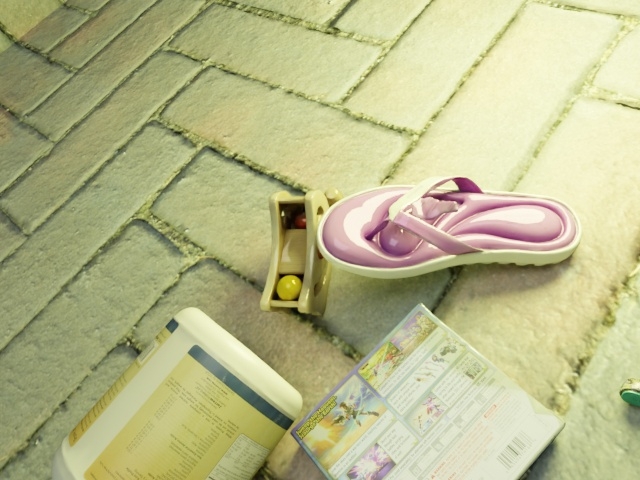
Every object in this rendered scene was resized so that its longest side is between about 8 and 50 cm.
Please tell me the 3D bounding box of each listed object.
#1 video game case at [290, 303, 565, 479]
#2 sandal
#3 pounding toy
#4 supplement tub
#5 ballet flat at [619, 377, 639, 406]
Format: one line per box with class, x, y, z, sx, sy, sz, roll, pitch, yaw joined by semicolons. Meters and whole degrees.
video game case;0.136;0.261;0.663;0.269;0.061;0.244;-42;57;-11
sandal;0.201;-0.041;0.754;0.416;0.102;0.169;-3;56;-4
pounding toy;0.000;0.000;0.819;0.155;0.154;0.269;0;59;18
supplement tub;-0.201;0.276;0.662;0.228;0.228;0.316;30;71;31
ballet flat;0.444;0.204;0.614;0.114;0.041;0.041;21;67;27
